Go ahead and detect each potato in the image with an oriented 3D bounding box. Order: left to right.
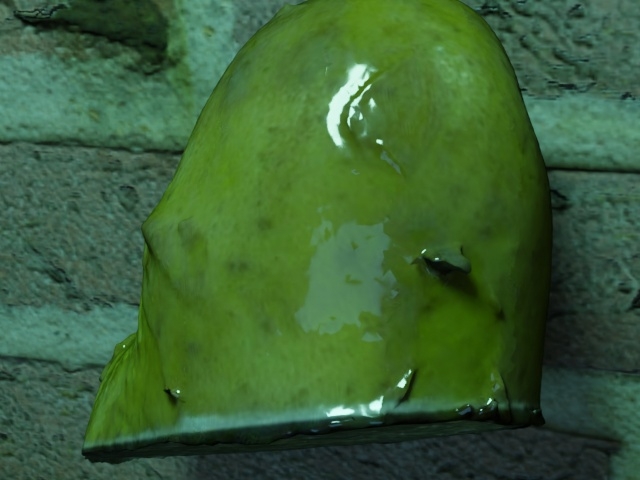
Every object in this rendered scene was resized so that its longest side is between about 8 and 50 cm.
[{"bbox_3d":[0.000,0.000,0.904,0.397,0.290,0.295,159,111,-63],"label":"potato"}]
